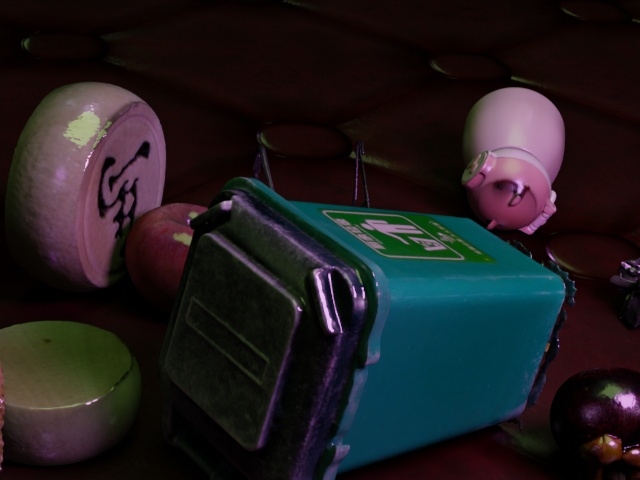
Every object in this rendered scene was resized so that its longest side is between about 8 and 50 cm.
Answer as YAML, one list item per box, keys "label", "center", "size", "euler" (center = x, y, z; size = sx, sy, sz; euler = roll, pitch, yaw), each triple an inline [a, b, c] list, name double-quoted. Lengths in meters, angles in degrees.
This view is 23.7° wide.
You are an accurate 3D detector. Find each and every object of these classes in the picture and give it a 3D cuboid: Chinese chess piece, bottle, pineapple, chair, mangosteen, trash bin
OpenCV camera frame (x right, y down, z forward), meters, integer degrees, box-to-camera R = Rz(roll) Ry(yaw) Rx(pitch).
- label: "Chinese chess piece"
  center: [-0.278, 0.155, 1.567]
  size: [0.188, 0.083, 0.188]
  euler: [3, 28, -1]
- label: "bottle"
  center: [0.267, -0.101, 2.143]
  size: [0.147, 0.148, 0.236]
  euler: [10, 35, 5]
- label: "Chinese chess piece"
  center: [-0.274, -0.062, 1.798]
  size: [0.101, 0.250, 0.250]
  euler: [14, 27, 17]
- label: "pineapple"
  center: [0.480, 0.071, 1.900]
  size: [0.237, 0.111, 0.119]
  euler: [8, -6, 22]
- label: "chair"
  center: [0.000, 0.000, 1.869]
  size: [0.140, 0.145, 0.221]
  euler: [-6, 47, -9]
- label: "mangosteen"
  center: [0.305, 0.201, 1.595]
  size: [0.140, 0.140, 0.140]
  euler: [6, 27, -3]
- label: "trash bin"
  center: [0.048, 0.109, 1.559]
  size: [0.381, 0.295, 0.259]
  euler: [-2, 27, -41]

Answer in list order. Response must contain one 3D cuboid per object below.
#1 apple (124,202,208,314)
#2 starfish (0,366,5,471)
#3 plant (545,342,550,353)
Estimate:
- label: "apple"
  center: [-0.156, 0.024, 1.808]
  size: [0.153, 0.120, 0.153]
  euler: [6, 21, -2]
- label: "starfish"
  center: [-0.399, 0.215, 1.365]
  size: [0.383, 0.132, 0.398]
  euler: [-1, 44, 3]
- label: "plant"
  center: [0.210, 0.105, 1.762]
  size: [0.121, 0.105, 0.116]
  euler: [12, 10, -3]
